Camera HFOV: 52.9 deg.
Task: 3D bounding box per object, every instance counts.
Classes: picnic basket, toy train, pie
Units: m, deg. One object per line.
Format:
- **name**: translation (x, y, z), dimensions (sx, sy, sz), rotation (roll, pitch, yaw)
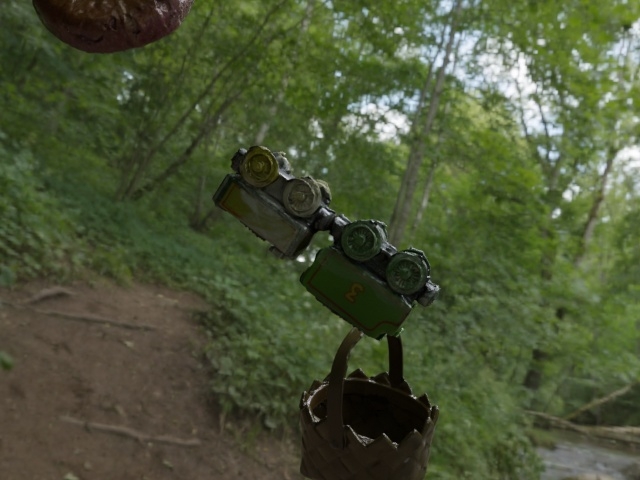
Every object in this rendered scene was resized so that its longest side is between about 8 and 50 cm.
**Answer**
- **picnic basket**: translation (0.050, 0.168, 0.658), dimensions (0.138, 0.178, 0.128), rotation (11, 15, 31)
- **toy train**: translation (0.000, 0.000, 0.520), dimensions (0.202, 0.081, 0.060), rotation (36, 10, 13)
- **pie**: translation (-0.269, -0.333, 0.829), dimensions (0.218, 0.204, 0.054), rotation (49, -16, 20)
